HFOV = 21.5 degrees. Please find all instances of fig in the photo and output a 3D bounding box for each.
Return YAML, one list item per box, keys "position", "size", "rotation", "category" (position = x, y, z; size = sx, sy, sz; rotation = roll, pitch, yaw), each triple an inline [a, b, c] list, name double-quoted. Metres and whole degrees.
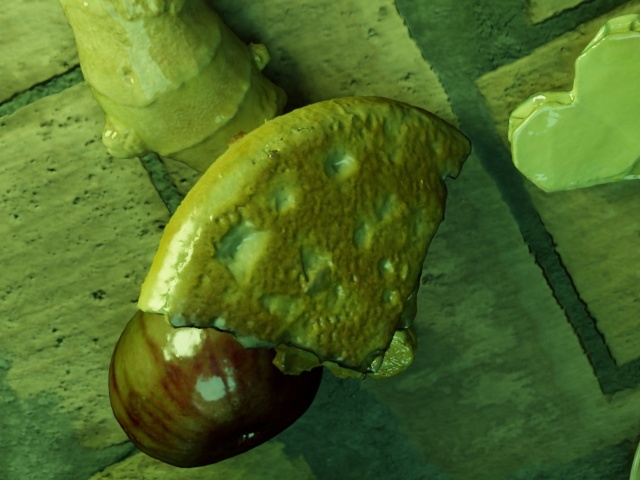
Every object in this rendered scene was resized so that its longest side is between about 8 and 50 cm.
- position: [-0.115, 0.131, 1.797]
  size: [0.235, 0.214, 0.235]
  rotation: [-21, 133, -24]
  category: "fig"

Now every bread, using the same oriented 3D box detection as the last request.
- position: [0.069, 0.117, 1.886]
  size: [0.081, 0.046, 0.083]
  rotation: [14, 120, -7]
  category: "bread"

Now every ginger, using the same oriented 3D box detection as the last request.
- position: [-0.163, -0.197, 1.628]
  size: [0.190, 0.126, 0.354]
  rotation: [-33, 116, -8]
  category: "ginger"

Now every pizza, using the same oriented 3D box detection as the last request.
- position: [0.000, 0.000, 1.668]
  size: [0.409, 0.114, 0.277]
  rotation: [-36, 116, -27]
  category: "pizza"

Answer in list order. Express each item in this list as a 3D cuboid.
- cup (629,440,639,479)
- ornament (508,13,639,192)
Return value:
- position: [0.547, 0.303, 1.951]
  size: [0.317, 0.212, 0.212]
  rotation: [18, 118, -17]
  category: "cup"
- position: [0.308, -0.122, 1.739]
  size: [0.180, 0.059, 0.201]
  rotation: [34, 122, -19]
  category: "ornament"
